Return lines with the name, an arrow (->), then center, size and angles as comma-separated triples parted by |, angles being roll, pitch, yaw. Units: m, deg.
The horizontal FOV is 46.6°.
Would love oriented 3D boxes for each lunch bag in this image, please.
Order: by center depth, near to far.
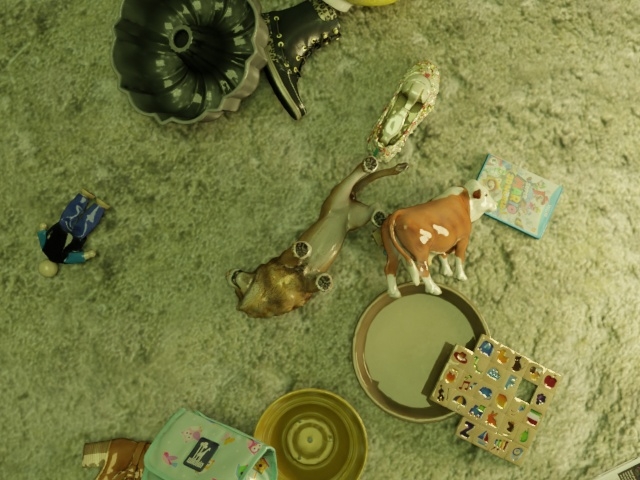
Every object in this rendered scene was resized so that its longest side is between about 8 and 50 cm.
lunch bag -> -0.210, 0.457, 1.343 | 0.223, 0.160, 0.262 | 14, 86, 32

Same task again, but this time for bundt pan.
bundt pan -> -0.241, -0.379, 1.452 | 0.331, 0.124, 0.330 | 0, 89, 22

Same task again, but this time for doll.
doll -> -0.498, -0.007, 1.483 | 0.129, 0.046, 0.189 | 34, 84, 4

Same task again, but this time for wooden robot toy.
wooden robot toy -> 0.144, -0.017, 1.465 | 0.173, 0.079, 0.076 | -10, 96, -38

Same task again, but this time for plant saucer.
plant saucer -> 0.198, 0.218, 1.467 | 0.278, 0.041, 0.277 | 0, 83, 0

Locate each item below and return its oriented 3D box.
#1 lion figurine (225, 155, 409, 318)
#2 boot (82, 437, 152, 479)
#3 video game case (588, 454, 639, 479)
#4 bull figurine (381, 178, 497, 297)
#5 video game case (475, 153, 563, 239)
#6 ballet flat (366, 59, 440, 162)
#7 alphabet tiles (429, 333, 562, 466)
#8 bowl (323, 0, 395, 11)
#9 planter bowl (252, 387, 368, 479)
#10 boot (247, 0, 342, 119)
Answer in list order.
lion figurine -> 0.000, 0.000, 1.430 | 0.392, 0.240, 0.142 | -42, 95, -20
boot -> -0.377, 0.480, 1.423 | 0.153, 0.073, 0.197 | 1, 89, -6
video game case -> 0.623, 0.528, 1.447 | 0.173, 0.022, 0.190 | -25, 84, -2
bull figurine -> 0.224, -0.008, 1.408 | 0.310, 0.101, 0.188 | -15, 103, -42
video game case -> 0.394, -0.090, 1.513 | 0.166, 0.015, 0.119 | 26, 84, 2
ballet flat -> 0.175, -0.265, 1.500 | 0.091, 0.077, 0.241 | 28, 84, 3
alphabet tiles -> 0.334, 0.303, 1.443 | 0.237, 0.009, 0.198 | 28, 85, -13
bowl -> 0.052, -0.548, 1.460 | 0.289, 0.289, 0.156 | 43, 116, 4
planter bowl -> -0.020, 0.388, 1.422 | 0.217, 0.090, 0.217 | 0, 84, -1
boot -> -0.031, -0.379, 1.505 | 0.179, 0.085, 0.236 | -24, 81, -5
